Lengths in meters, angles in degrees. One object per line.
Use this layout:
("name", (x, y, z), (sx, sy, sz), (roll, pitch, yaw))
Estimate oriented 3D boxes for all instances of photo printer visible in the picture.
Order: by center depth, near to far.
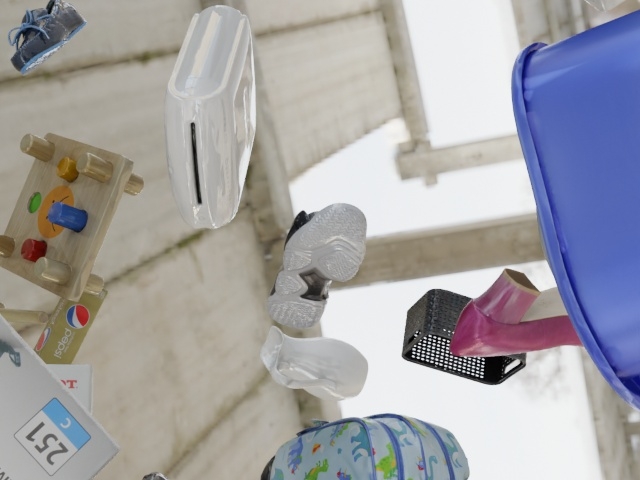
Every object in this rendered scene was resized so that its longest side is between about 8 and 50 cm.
("photo printer", (-0.170, -0.188, 1.703), (0.308, 0.107, 0.256), (-83, -6, -52))

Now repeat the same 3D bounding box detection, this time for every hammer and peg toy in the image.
("hammer and peg toy", (-0.453, 0.007, 1.836), (0.127, 0.266, 0.361), (25, -96, -47))

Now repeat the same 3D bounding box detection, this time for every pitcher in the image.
("pitcher", (-0.009, 0.265, 2.201), (0.178, 0.207, 0.126), (-102, 34, -63))

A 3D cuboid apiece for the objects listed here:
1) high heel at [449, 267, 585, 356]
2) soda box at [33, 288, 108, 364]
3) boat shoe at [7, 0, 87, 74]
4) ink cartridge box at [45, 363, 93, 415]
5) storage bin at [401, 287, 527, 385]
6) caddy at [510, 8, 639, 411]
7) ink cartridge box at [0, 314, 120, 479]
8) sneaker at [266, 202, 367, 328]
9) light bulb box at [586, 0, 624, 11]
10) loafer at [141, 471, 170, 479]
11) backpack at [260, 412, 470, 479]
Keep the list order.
("high heel", (0.263, 0.115, 1.303), (0.244, 0.117, 0.082), (19, -154, -42))
("soda box", (-0.436, 0.154, 1.863), (0.058, 0.061, 0.181), (33, -107, -24))
("boat shoe", (-0.516, -0.376, 1.982), (0.089, 0.109, 0.258), (50, -161, -17))
("ink cartridge box", (-0.404, 0.304, 1.441), (0.114, 0.196, 0.273), (121, 148, -65))
("storage bin", (0.233, 0.156, 1.749), (0.122, 0.180, 0.084), (127, 157, -57))
("caddy", (0.268, -0.027, 0.921), (0.241, 0.179, 0.341), (21, -126, -51))
("ink cartridge box", (-0.395, 0.196, 1.095), (0.296, 0.066, 0.261), (49, -120, -7))
("sneaker", (0.000, 0.000, 1.527), (0.269, 0.101, 0.153), (120, 168, -49))
("light bulb box", (0.256, -0.504, 1.155), (0.361, 0.225, 0.358), (55, -178, -42))
("loafer", (-0.144, 0.343, 1.172), (0.134, 0.130, 0.366), (-63, -5, -15))
("backpack", (0.059, 0.396, 1.629), (0.273, 0.355, 0.290), (39, -137, -45))
